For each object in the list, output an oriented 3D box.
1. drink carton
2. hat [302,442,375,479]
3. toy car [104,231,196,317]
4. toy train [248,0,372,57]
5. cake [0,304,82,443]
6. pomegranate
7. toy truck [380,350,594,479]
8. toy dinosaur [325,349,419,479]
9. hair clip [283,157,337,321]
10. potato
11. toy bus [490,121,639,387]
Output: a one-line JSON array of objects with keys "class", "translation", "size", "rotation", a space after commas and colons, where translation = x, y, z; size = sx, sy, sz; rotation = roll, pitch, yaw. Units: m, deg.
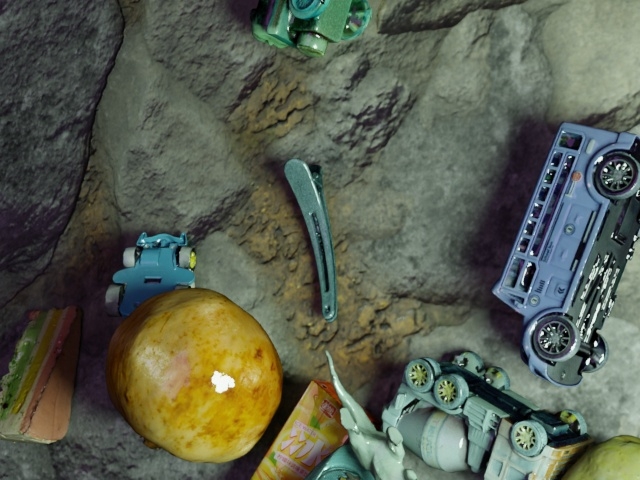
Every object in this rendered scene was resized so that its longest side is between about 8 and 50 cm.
[{"class": "drink carton", "translation": [-0.021, 0.302, 1.458], "size": [0.096, 0.071, 0.223], "rotation": [35, 98, 33]}, {"class": "hat", "translation": [0.018, 0.346, 1.384], "size": [0.191, 0.138, 0.078], "rotation": [-56, 28, 5]}, {"class": "toy car", "translation": [-0.243, 0.072, 1.653], "size": [0.126, 0.098, 0.161], "rotation": [0, 47, 6]}, {"class": "toy train", "translation": [-0.009, -0.412, 1.593], "size": [0.194, 0.120, 0.298], "rotation": [13, 86, 41]}, {"class": "cake", "translation": [-0.437, 0.216, 1.759], "size": [0.109, 0.090, 0.225], "rotation": [-4, 58, 34]}, {"class": "pomegranate", "translation": [-0.171, 0.184, 1.492], "size": [0.248, 0.248, 0.248], "rotation": [-8, 75, 31]}, {"class": "toy truck", "translation": [0.185, 0.229, 1.326], "size": [0.257, 0.108, 0.140], "rotation": [28, 109, 39]}, {"class": "toy dinosaur", "translation": [0.064, 0.250, 1.362], "size": [0.053, 0.167, 0.242], "rotation": [-31, 65, -11]}, {"class": "hair clip", "translation": [0.000, 0.000, 1.531], "size": [0.039, 0.070, 0.229], "rotation": [-19, 77, 24]}, {"class": "potato", "translation": [0.312, 0.307, 1.198], "size": [0.157, 0.157, 0.194], "rotation": [13, 93, 34]}, {"class": "toy bus", "translation": [0.292, 0.017, 1.293], "size": [0.133, 0.125, 0.292], "rotation": [21, 89, 35]}]
